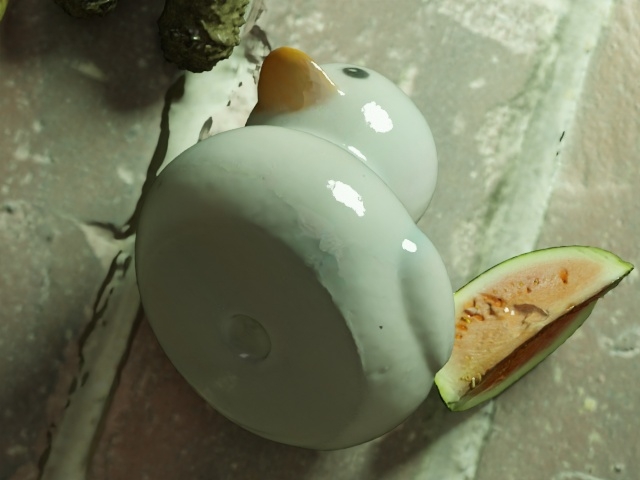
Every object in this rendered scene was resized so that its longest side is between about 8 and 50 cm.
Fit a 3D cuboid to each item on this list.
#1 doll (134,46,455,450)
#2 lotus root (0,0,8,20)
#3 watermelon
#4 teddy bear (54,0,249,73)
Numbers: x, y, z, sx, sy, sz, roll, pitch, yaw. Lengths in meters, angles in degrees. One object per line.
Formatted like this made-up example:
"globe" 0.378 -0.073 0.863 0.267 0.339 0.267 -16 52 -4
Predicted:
"doll" 0.000 0.000 0.804 0.221 0.221 0.251 -24 112 -13
"lotus root" -0.270 -0.124 0.790 0.110 0.097 0.258 22 77 -6
"watermelon" 0.139 0.067 0.870 0.163 0.087 0.069 -33 123 -11
"teddy bear" -0.058 -0.234 0.825 0.182 0.129 0.251 33 80 -9
